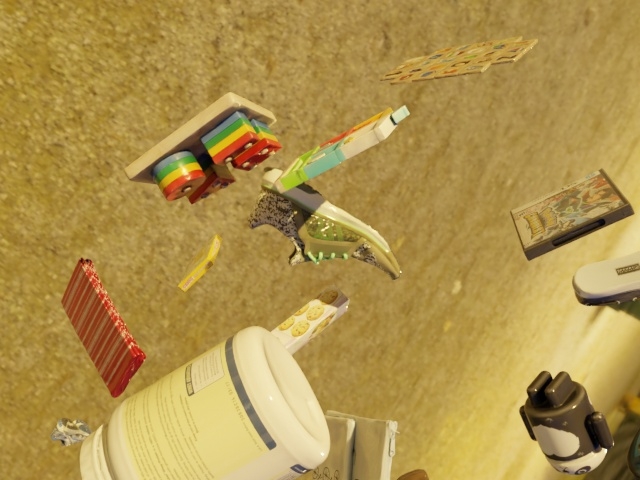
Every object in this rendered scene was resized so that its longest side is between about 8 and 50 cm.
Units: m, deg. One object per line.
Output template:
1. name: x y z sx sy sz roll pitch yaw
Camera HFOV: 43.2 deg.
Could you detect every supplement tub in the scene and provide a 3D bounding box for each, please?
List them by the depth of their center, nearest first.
1. supplement tub: -0.175 0.305 1.237 0.324 0.235 0.235 -31 153 7

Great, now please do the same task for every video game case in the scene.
1. video game case: 0.578 -0.066 1.893 0.248 0.035 0.275 -26 -164 15

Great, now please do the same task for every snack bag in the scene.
1. snack bag: 0.054 0.530 1.699 0.037 0.342 0.323 12 78 -22

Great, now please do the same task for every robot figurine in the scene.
1. robot figurine: 0.641 0.482 2.126 0.173 0.278 0.209 -25 -166 1

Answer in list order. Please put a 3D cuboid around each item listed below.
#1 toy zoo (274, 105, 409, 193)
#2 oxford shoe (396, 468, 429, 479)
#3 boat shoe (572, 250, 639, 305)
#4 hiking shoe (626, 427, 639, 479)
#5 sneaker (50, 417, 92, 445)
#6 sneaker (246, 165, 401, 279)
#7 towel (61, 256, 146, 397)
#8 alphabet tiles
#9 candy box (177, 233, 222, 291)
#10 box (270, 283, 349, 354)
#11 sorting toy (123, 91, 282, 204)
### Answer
1. toy zoo: 0.053 -0.199 1.673 0.293 0.030 0.192 -26 -167 19
2. oxford shoe: 0.189 0.455 1.236 0.096 0.227 0.083 -29 -176 -14
3. boat shoe: 0.536 0.068 1.346 0.228 0.080 0.076 -14 143 6
4. hiking shoe: 0.508 0.224 1.132 0.132 0.113 0.304 13 121 -23
5. sneaker: -0.589 0.456 1.908 0.058 0.052 0.135 -45 149 0
6. sneaker: 0.000 0.000 1.922 0.182 0.410 0.158 -57 -177 -2
7. towel: -0.487 0.196 1.794 0.031 0.275 0.199 -18 156 -42
8. alphabet tiles: 0.327 -0.429 1.923 0.285 0.342 0.011 -43 124 -48
9. candy box: -0.297 0.053 2.013 0.105 0.027 0.206 -45 -168 12
10. box: -0.062 0.231 2.033 0.324 0.067 0.063 -35 154 -26
11. sorting toy: -0.213 -0.163 1.593 0.255 0.089 0.257 -34 173 12
